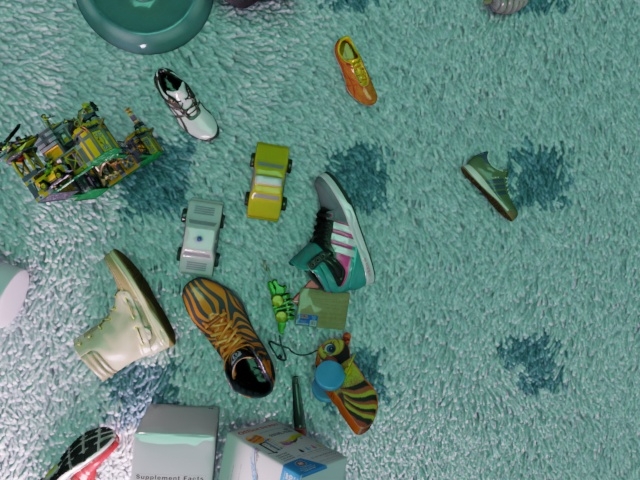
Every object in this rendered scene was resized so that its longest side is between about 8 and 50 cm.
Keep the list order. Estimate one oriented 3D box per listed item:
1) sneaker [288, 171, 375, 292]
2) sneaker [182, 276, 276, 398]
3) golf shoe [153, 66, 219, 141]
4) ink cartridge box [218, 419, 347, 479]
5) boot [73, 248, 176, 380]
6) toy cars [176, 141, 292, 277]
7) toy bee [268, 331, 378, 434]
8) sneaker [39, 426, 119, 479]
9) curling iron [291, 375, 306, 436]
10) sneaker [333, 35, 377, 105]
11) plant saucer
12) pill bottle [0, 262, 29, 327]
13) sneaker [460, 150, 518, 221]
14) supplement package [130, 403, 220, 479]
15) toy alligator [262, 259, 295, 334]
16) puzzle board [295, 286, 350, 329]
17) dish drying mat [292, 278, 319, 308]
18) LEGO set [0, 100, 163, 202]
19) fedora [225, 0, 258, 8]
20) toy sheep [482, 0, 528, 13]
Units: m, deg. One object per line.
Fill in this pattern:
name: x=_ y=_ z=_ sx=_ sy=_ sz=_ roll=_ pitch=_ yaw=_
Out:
sneaker: x=0.000 y=0.000 z=1.232 sx=0.178 sy=0.124 sz=0.296 roll=-23 pitch=97 yaw=-15
sneaker: x=-0.201 y=0.222 z=1.181 sx=0.124 sy=0.180 sz=0.321 roll=-39 pitch=97 yaw=-4
golf shoe: x=-0.312 y=-0.310 z=1.183 sx=0.077 sy=0.094 sz=0.198 roll=-44 pitch=99 yaw=-5
ink cartridge box: x=-0.091 y=0.538 z=1.164 sx=0.171 sy=0.232 sz=0.168 roll=10 pitch=91 yaw=-51
boot: x=-0.482 y=0.172 z=1.187 sx=0.203 sy=0.095 sz=0.262 roll=-28 pitch=100 yaw=-4
toy cars: x=-0.202 y=-0.072 z=1.212 sx=0.393 sy=0.087 sz=0.176 roll=-41 pitch=97 yaw=-4
toy bee: x=0.043 y=0.299 z=1.232 sx=0.162 sy=0.195 sz=0.298 roll=-37 pitch=86 yaw=-29
sneaker: x=-0.562 y=0.555 z=1.207 sx=0.279 sy=0.107 sz=0.118 roll=-45 pitch=116 yaw=0
curling iron: x=-0.063 y=0.476 z=1.286 sx=0.068 sy=0.035 sz=0.274 roll=2 pitch=93 yaw=-8
sneaker: x=0.083 y=-0.405 z=1.244 sx=0.064 sy=0.067 sz=0.175 roll=-33 pitch=98 yaw=-7
plant saucer: x=-0.406 y=-0.592 z=1.181 sx=0.317 sy=0.044 sz=0.318 roll=0 pitch=93 yaw=-7
pill bottle: x=-0.799 y=0.080 z=1.103 sx=0.283 sy=0.161 sz=0.161 roll=19 pitch=90 yaw=-8
sneaker: x=0.451 y=-0.144 z=1.307 sx=0.086 sy=0.064 sz=0.192 roll=-44 pitch=94 yaw=2
supplement package: x=-0.333 y=0.548 z=1.182 sx=0.175 sy=0.177 sz=0.293 roll=5 pitch=92 yaw=-8
toy alligator: x=-0.096 y=0.133 z=1.253 sx=0.051 sy=0.056 sz=0.190 roll=-13 pitch=95 yaw=-7
puzzle board: x=0.005 y=0.170 z=1.287 sx=0.128 sy=0.011 sz=0.096 roll=8 pitch=95 yaw=-12
dish drying mat: x=-0.033 y=0.130 z=1.286 sx=0.032 sy=0.008 sz=0.083 roll=44 pitch=87 yaw=-7
LEGO set: x=-0.502 y=-0.212 z=1.069 sx=0.255 sy=0.331 sz=0.192 roll=-31 pitch=95 yaw=16
fedora: x=-0.201 y=-0.637 z=1.126 sx=0.152 sy=0.334 sz=0.334 roll=-33 pitch=98 yaw=26
toy sheep: x=0.463 y=-0.605 z=1.277 sx=0.132 sy=0.091 sz=0.091 roll=-18 pitch=95 yaw=-1
